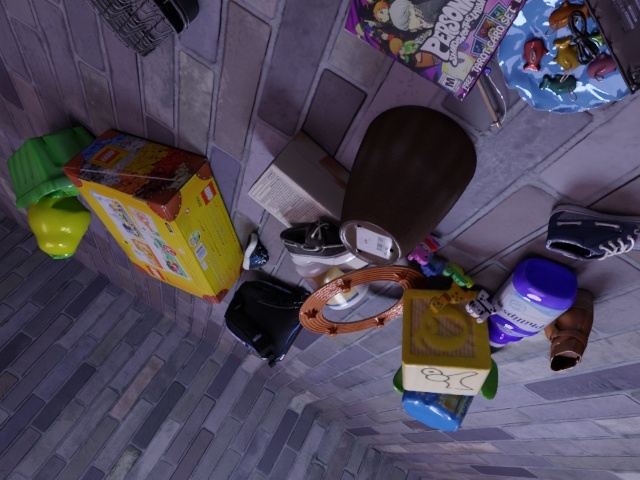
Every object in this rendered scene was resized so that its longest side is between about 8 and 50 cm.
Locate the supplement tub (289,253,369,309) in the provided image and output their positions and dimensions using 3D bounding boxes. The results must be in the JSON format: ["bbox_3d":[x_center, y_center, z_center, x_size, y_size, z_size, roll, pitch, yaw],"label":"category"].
[{"bbox_3d":[0.023,0.070,1.083,0.145,0.144,0.199,-5,132,44],"label":"supplement tub"}]

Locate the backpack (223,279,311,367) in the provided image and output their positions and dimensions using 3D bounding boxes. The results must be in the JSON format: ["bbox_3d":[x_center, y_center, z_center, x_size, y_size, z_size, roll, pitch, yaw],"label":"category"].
[{"bbox_3d":[-0.193,0.272,1.467,0.264,0.276,0.213,29,161,11],"label":"backpack"}]

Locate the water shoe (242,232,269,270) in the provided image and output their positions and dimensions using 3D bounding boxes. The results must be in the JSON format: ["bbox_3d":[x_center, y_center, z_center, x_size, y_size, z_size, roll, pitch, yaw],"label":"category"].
[{"bbox_3d":[-0.201,0.038,1.320,0.080,0.072,0.203,12,154,-9],"label":"water shoe"}]

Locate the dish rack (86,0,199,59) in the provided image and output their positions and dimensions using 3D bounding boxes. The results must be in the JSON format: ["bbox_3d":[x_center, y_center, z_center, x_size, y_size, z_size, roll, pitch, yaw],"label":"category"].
[{"bbox_3d":[-0.358,-0.451,0.761,0.272,0.074,0.208,-4,133,44],"label":"dish rack"}]

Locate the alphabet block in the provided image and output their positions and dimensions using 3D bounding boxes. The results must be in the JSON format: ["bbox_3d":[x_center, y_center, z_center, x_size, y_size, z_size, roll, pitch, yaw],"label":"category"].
[{"bbox_3d":[0.293,0.247,0.996,0.193,0.193,0.197,0,145,11],"label":"alphabet block"}]

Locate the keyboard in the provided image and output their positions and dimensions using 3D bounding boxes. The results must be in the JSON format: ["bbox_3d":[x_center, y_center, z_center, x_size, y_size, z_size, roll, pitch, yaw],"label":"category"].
[{"bbox_3d":[0.328,-0.249,0.450,0.108,0.023,0.180,-28,110,38],"label":"keyboard"}]

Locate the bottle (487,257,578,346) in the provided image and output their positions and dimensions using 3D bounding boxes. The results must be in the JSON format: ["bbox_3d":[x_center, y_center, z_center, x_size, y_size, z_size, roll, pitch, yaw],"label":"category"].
[{"bbox_3d":[0.430,0.150,0.892,0.118,0.092,0.282,23,147,13],"label":"bottle"}]

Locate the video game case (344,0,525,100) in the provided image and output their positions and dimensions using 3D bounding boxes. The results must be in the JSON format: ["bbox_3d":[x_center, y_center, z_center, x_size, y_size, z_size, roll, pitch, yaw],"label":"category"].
[{"bbox_3d":[0.150,-0.324,0.512,0.210,0.042,0.232,36,149,8],"label":"video game case"}]

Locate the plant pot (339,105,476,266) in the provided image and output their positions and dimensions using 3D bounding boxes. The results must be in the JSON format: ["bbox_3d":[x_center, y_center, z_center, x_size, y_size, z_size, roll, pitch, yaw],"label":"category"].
[{"bbox_3d":[0.130,-0.075,0.711,0.216,0.230,0.215,22,146,15],"label":"plant pot"}]

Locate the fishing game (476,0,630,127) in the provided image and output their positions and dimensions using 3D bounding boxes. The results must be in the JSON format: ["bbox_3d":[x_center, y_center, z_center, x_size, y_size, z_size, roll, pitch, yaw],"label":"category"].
[{"bbox_3d":[0.318,-0.236,0.511,0.264,0.041,0.189,-5,134,42],"label":"fishing game"}]

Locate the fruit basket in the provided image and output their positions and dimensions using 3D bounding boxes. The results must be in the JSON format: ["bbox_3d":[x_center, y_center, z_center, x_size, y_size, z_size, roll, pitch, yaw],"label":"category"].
[{"bbox_3d":[-0.836,-0.143,1.354,0.393,0.283,0.391,21,128,30],"label":"fruit basket"}]

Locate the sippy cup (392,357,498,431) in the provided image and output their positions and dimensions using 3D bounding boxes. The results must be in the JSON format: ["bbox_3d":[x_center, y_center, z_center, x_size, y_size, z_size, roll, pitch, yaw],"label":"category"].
[{"bbox_3d":[0.350,0.415,1.202,0.240,0.224,0.305,23,147,13],"label":"sippy cup"}]

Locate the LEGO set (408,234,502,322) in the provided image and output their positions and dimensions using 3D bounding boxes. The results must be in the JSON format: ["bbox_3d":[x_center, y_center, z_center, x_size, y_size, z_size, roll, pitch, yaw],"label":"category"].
[{"bbox_3d":[0.268,0.101,0.905,0.227,0.093,0.087,49,167,16],"label":"LEGO set"}]

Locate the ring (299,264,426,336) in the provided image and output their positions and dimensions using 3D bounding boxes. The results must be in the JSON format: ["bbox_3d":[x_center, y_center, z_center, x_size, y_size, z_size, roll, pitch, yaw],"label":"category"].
[{"bbox_3d":[0.113,0.168,1.051,0.337,0.032,0.336,-10,145,-7],"label":"ring"}]

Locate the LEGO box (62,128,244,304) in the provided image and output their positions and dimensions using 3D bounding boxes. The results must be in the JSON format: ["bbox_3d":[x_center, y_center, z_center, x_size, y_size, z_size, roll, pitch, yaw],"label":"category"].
[{"bbox_3d":[-0.482,-0.054,1.297,0.373,0.193,0.499,19,146,19],"label":"LEGO box"}]

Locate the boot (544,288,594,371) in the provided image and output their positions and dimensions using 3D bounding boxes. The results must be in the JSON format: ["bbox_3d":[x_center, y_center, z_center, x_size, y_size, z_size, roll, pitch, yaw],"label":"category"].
[{"bbox_3d":[0.500,0.207,0.854,0.073,0.152,0.197,16,145,24],"label":"boot"}]

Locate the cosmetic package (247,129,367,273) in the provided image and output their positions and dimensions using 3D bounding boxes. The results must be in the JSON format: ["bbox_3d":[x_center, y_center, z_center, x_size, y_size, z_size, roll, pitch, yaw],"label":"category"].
[{"bbox_3d":[0.008,-0.077,0.910,0.296,0.129,0.153,41,145,-13],"label":"cosmetic package"}]

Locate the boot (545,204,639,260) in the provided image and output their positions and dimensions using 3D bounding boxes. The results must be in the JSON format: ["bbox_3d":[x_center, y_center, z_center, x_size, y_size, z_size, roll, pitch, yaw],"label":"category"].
[{"bbox_3d":[0.469,0.004,0.666,0.190,0.086,0.069,14,144,26],"label":"boot"}]

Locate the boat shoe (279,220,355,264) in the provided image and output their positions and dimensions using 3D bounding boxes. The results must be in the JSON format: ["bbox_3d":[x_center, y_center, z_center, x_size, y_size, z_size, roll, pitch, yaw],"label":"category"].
[{"bbox_3d":[0.000,0.000,0.827,0.220,0.077,0.070,-6,132,44],"label":"boat shoe"}]
